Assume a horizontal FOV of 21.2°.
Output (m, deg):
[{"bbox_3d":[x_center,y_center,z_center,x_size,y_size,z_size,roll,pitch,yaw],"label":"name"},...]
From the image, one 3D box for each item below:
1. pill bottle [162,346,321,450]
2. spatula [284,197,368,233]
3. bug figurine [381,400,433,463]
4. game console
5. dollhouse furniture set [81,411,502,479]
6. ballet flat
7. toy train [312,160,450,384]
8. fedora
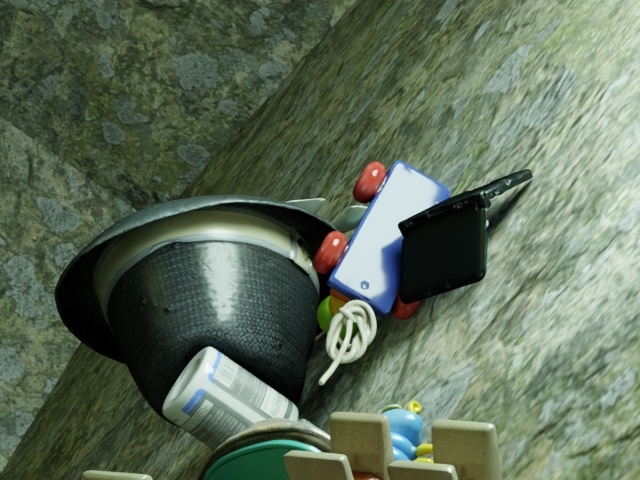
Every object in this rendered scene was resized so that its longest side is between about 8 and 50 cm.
[{"bbox_3d":[-0.070,0.166,1.571,0.078,0.137,0.078,-51,11,14],"label":"pill bottle"},{"bbox_3d":[0.000,0.000,1.796,0.242,0.168,0.019,138,125,-63],"label":"spatula"},{"bbox_3d":[-0.012,0.240,1.252,0.279,0.072,0.216,-46,13,38],"label":"bug figurine"},{"bbox_3d":[0.129,-0.004,1.514,0.107,0.071,0.122,-25,3,-37],"label":"game console"},{"bbox_3d":[-0.043,0.214,0.972,0.259,0.135,0.262,0,20,33],"label":"dollhouse furniture set"},{"bbox_3d":[-0.059,0.214,1.481,0.316,0.107,0.106,-43,8,44],"label":"ballet flat"},{"bbox_3d":[0.030,0.056,1.605,0.248,0.105,0.143,-61,1,-29],"label":"toy train"},{"bbox_3d":[-0.103,0.098,1.702,0.334,0.334,0.152,-46,45,41],"label":"fedora"}]
